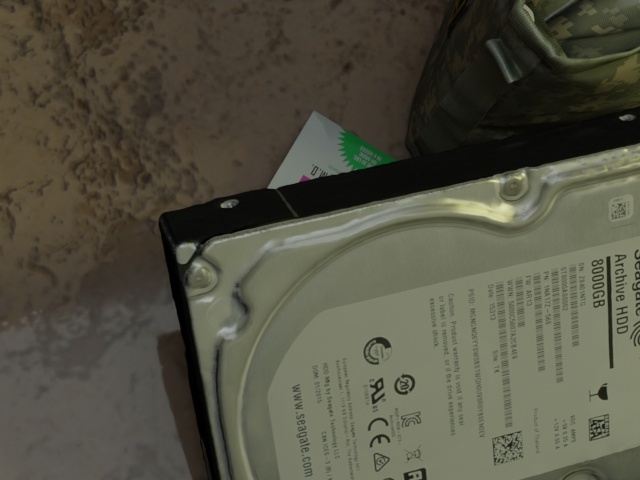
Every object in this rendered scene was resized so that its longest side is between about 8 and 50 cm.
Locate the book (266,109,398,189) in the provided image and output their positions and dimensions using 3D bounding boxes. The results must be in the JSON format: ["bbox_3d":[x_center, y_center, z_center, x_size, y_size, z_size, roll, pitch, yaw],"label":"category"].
[{"bbox_3d":[0.000,0.000,0.783,0.096,0.035,0.144,30,70,-2],"label":"book"}]

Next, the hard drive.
[{"bbox_3d":[0.095,0.064,0.690,0.338,0.064,0.237,-12,113,-13],"label":"hard drive"}]

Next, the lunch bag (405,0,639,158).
[{"bbox_3d":[0.184,-0.158,0.748,0.287,0.235,0.169,-33,85,-16],"label":"lunch bag"}]
